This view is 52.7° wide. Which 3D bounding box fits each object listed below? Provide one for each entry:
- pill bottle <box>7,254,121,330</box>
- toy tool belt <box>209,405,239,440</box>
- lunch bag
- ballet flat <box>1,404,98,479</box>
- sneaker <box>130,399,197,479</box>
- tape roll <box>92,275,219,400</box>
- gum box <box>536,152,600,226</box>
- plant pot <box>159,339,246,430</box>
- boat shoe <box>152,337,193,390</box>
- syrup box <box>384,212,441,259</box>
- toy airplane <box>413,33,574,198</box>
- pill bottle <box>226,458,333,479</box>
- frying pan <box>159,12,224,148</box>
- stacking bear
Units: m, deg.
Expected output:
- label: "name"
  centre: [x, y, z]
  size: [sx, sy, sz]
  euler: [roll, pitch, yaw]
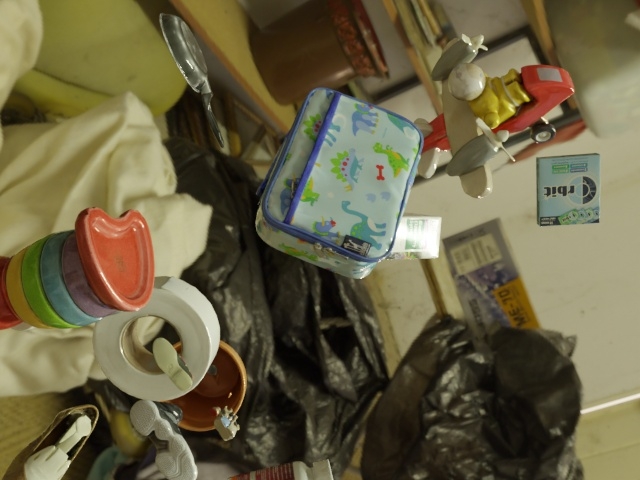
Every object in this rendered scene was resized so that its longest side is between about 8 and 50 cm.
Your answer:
- label: "pill bottle"
  centre: [-0.476, 0.080, 1.262]
  size: [0.283, 0.161, 0.161]
  euler: [-10, 78, -65]
- label: "toy tool belt"
  centre: [-0.210, 0.396, 1.432]
  size: [0.083, 0.052, 0.051]
  euler: [62, 28, -7]
- label: "lunch bag"
  centre: [0.023, -0.074, 0.811]
  size: [0.090, 0.176, 0.219]
  euler: [120, -7, -65]
- label: "ballet flat"
  centre: [-0.595, 0.480, 1.455]
  size: [0.116, 0.124, 0.342]
  euler: [51, 18, -10]
- label: "sneaker"
  centre: [-0.418, 0.553, 1.823]
  size: [0.269, 0.101, 0.153]
  euler: [54, 5, 6]
- label: "tape roll"
  centre: [-0.387, 0.231, 1.540]
  size: [0.100, 0.286, 0.286]
  euler: [-71, 136, -76]
- label: "gum box"
  centre: [0.659, -0.134, 1.722]
  size: [0.041, 0.156, 0.184]
  euler: [-66, 152, -75]
- label: "plant pot"
  centre: [-0.371, 0.441, 2.088]
  size: [0.203, 0.290, 0.291]
  euler: [-34, 102, -87]
- label: "boat shoe"
  centre: [-0.331, 0.276, 1.444]
  size: [0.133, 0.049, 0.042]
  euler: [56, -8, -1]
- label: "syrup box"
  centre: [0.146, -0.011, 1.391]
  size: [0.236, 0.096, 0.093]
  euler: [0, 97, -36]
- label: "toy airplane"
  centre: [0.355, -0.320, 1.573]
  size: [0.386, 0.384, 0.272]
  euler: [34, -8, 39]
- label: "pill bottle"
  centre: [-0.080, 0.529, 1.341]
  size: [0.121, 0.221, 0.121]
  euler: [168, -90, -87]
- label: "frying pan"
  centre: [-0.297, -0.389, 1.532]
  size: [0.197, 0.053, 0.326]
  euler: [4, 63, -82]
- label: "stacking bear"
  centre: [-0.427, 0.064, 1.018]
  size: [0.175, 0.289, 0.164]
  euler: [-2, 78, -75]
